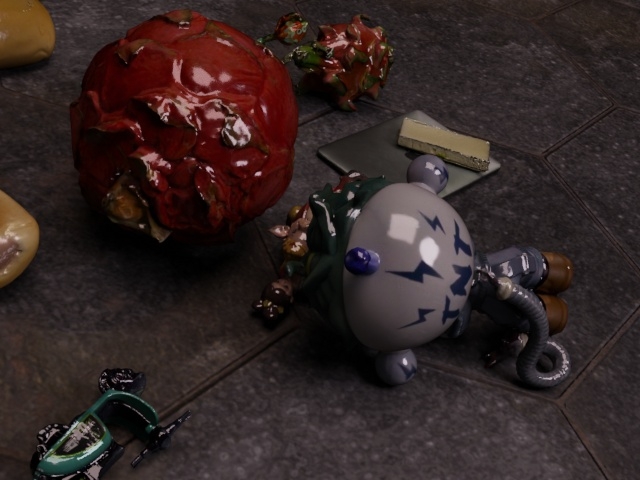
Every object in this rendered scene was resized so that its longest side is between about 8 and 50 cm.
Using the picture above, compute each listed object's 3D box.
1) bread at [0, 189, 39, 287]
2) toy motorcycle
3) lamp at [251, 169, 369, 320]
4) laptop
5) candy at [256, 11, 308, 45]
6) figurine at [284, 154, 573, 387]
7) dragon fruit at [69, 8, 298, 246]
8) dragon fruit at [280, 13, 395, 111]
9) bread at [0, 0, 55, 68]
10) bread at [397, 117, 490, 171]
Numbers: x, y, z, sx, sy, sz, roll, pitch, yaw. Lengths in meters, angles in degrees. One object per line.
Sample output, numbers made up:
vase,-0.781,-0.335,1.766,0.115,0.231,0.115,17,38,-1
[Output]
bread,-0.452,-0.049,1.023,0.305,0.091,0.142,38,36,23
toy motorcycle,-0.204,0.191,0.864,0.100,0.058,0.173,33,41,7
lamp,0.000,0.000,1.134,0.118,0.118,0.253,34,39,19
laptop,0.143,-0.127,1.423,0.187,0.015,0.269,39,42,24
candy,-0.100,-0.318,1.464,0.184,0.049,0.055,-15,17,31
figurine,0.133,0.036,1.055,0.381,0.186,0.261,11,73,-40
dragon fruit,-0.163,-0.135,1.109,0.277,0.277,0.343,15,43,-4
dragon fruit,0.023,-0.286,1.472,0.235,0.137,0.135,-25,52,-38
bread,-0.499,-0.311,1.321,0.147,0.098,0.217,34,39,25
bread,0.196,-0.152,1.438,0.153,0.028,0.068,17,37,1
